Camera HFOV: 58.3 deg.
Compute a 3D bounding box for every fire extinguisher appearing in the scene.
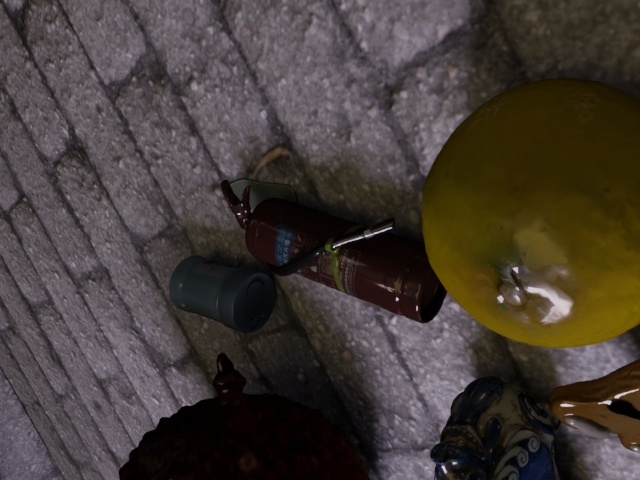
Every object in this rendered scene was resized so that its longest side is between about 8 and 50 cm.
[{"bbox_3d":[0.000,0.000,0.767,0.341,0.105,0.141,19,127,30],"label":"fire extinguisher"}]

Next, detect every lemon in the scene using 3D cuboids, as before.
[{"bbox_3d":[0.203,-0.016,0.517,0.240,0.219,0.240,18,125,28],"label":"lemon"}]

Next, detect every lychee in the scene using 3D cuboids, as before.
[{"bbox_3d":[-0.121,0.418,0.881,0.425,0.425,0.499,8,101,37],"label":"lychee"}]

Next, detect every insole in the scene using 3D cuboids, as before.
[{"bbox_3d":[-0.095,-0.069,0.883,0.153,0.002,0.053,8,116,37],"label":"insole"}]

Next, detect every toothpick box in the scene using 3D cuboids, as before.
[{"bbox_3d":[-0.163,0.086,0.950,0.153,0.101,0.101,13,119,36],"label":"toothpick box"}]

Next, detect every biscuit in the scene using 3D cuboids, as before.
[{"bbox_3d":[0.356,0.122,0.509,0.197,0.049,0.301,19,136,-18],"label":"biscuit"}]

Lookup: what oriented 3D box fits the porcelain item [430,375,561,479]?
[{"bbox_3d":[0.227,0.311,0.687,0.138,0.186,0.288,-7,108,40],"label":"porcelain item"}]
